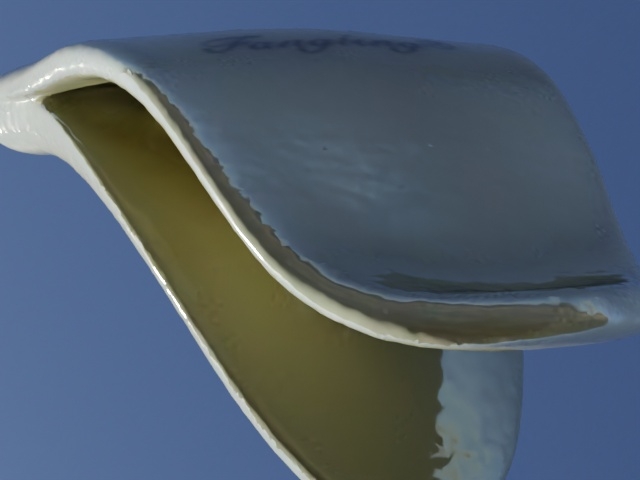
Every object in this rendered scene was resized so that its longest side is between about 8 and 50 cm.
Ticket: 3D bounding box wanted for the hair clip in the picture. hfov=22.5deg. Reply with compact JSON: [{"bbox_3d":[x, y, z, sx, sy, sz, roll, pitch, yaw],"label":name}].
[{"bbox_3d":[0.002,-0.019,0.541,0.173,0.282,0.113,-2,-53,-27],"label":"hair clip"}]
